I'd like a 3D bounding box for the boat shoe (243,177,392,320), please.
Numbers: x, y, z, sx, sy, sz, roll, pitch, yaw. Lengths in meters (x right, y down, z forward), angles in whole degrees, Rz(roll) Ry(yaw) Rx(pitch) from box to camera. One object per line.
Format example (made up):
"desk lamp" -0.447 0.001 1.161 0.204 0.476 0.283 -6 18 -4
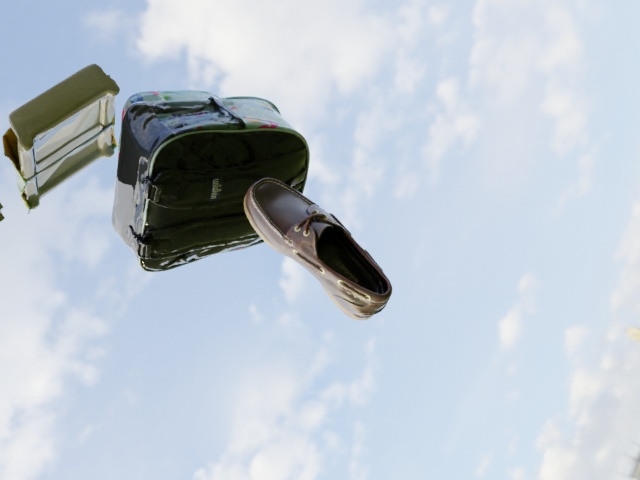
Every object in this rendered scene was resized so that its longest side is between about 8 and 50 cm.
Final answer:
"boat shoe" 0.000 0.000 0.942 0.073 0.207 0.073 -46 -6 -24

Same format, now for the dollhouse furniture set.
"dollhouse furniture set" -0.415 -0.130 1.061 0.301 0.151 0.197 -40 -7 -26

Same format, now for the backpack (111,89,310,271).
"backpack" -0.148 -0.090 1.128 0.253 0.191 0.225 -9 -48 -30
